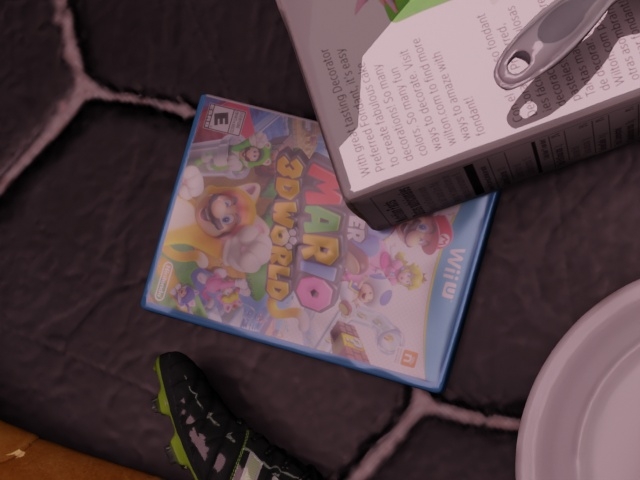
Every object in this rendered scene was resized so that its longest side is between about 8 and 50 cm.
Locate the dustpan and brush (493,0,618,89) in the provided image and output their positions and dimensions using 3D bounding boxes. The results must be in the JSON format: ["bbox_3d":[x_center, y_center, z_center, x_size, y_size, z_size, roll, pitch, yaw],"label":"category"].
[{"bbox_3d":[0.156,-0.134,0.782,0.211,0.060,0.147,-43,77,1],"label":"dustpan and brush"}]

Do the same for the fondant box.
[{"bbox_3d":[0.135,-0.174,0.872,0.330,0.096,0.238,-19,79,5],"label":"fondant box"}]

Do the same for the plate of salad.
[{"bbox_3d":[0.193,0.109,0.852,0.200,0.048,0.199,-2,78,10],"label":"plate of salad"}]

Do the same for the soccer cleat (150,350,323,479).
[{"bbox_3d":[-0.024,0.128,0.901,0.072,0.060,0.179,-29,84,-2],"label":"soccer cleat"}]

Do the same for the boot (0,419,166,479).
[{"bbox_3d":[-0.181,0.107,0.916,0.211,0.104,0.295,3,93,8],"label":"boot"}]

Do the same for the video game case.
[{"bbox_3d":[0.000,0.000,0.930,0.166,0.015,0.119,15,86,14],"label":"video game case"}]
